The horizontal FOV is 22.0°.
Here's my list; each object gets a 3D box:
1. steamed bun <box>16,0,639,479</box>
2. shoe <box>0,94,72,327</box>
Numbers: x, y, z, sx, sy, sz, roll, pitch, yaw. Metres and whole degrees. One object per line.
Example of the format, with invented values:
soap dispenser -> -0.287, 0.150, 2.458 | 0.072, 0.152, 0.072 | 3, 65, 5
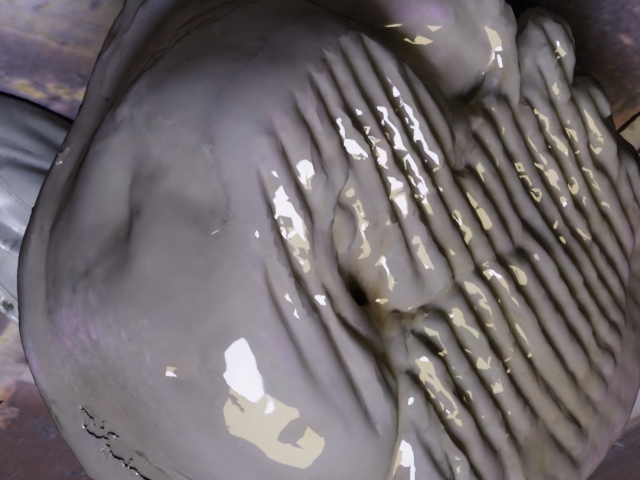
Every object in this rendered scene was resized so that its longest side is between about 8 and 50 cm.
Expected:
steamed bun -> 0.000, 0.000, 0.832 | 0.247, 0.352, 0.339 | -1, 141, 41
shoe -> -0.147, 0.019, 0.974 | 0.316, 0.159, 0.124 | 8, 147, -24
